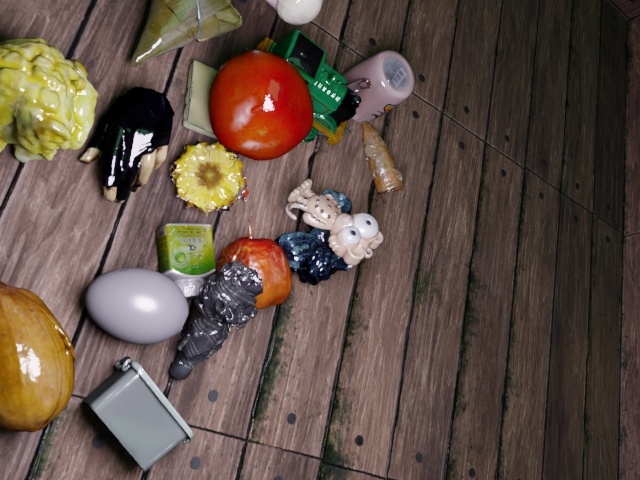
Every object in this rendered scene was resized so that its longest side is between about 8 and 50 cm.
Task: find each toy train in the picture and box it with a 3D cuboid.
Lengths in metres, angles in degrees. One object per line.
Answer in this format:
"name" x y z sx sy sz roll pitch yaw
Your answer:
"toy train" -0.041 -0.451 1.844 0.429 0.249 0.178 31 62 -26

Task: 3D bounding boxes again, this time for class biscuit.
"biscuit" -0.320 -0.394 1.755 0.121 0.040 0.199 16 68 -36

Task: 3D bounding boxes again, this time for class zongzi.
"zongzi" -0.423 -0.661 1.668 0.360 0.160 0.323 -36 110 -29

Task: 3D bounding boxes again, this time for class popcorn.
"popcorn" -0.637 -0.298 1.374 0.293 0.293 0.237 41 22 -21

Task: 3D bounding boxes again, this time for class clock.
"clock" -0.140 -0.793 1.843 0.326 0.184 0.342 34 27 -23

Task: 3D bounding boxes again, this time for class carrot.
"carrot" 0.193 -0.280 2.088 0.102 0.102 0.263 -15 82 -38

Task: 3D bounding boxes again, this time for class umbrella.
"umbrella" -0.269 0.199 1.494 0.336 0.128 0.154 -47 133 6

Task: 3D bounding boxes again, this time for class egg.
"egg" -0.429 0.151 1.455 0.232 0.176 0.176 15 70 -30

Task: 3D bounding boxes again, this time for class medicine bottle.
"medicine bottle" -0.342 0.055 1.598 0.132 0.088 0.188 0 78 -37

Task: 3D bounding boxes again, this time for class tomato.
"tomato" -0.154 -0.346 1.660 0.298 0.298 0.226 32 27 -27

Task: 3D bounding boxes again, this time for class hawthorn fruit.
"hawthorn fruit" -0.179 0.056 1.640 0.207 0.207 0.243 -8 100 -37

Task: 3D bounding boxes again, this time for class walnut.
"walnut" -0.622 0.224 1.280 0.209 0.209 0.336 -18 89 -38

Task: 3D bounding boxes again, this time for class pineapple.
"pineapple" -0.303 -0.163 1.682 0.225 0.076 0.225 5 76 -21

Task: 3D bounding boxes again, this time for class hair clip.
"hair clip" 0.002 0.006 1.810 0.206 0.194 0.310 48 57 -9

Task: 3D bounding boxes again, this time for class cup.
"cup" 0.164 -0.503 2.041 0.253 0.200 0.191 -20 91 -37

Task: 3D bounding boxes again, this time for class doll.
"doll" 0.035 -0.050 1.692 0.278 0.119 0.154 35 52 2

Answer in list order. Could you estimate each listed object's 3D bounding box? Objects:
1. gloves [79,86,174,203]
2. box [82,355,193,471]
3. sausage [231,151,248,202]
"gloves" -0.478 -0.237 1.550 0.197 0.152 0.301 12 85 -6
"box" -0.419 0.398 1.421 0.135 0.163 0.243 -40 104 -27
"sausage" -0.237 -0.175 1.761 0.050 0.048 0.145 -32 102 -76
